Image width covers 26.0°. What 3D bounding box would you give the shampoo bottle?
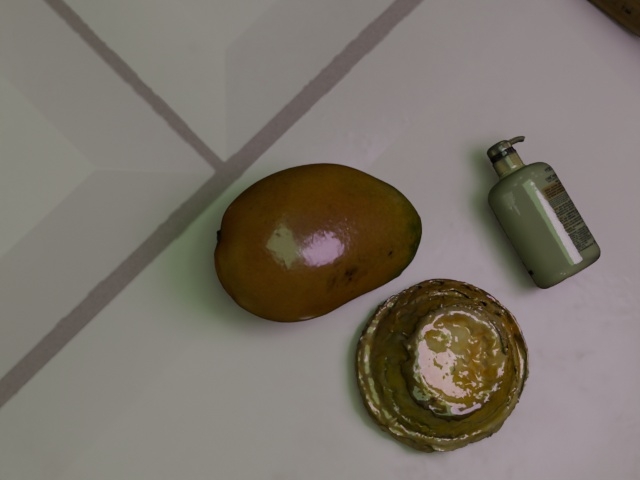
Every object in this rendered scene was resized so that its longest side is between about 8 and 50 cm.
[{"bbox_3d":[0.227,-0.033,1.475,0.079,0.079,0.162,-29,86,-15],"label":"shampoo bottle"}]

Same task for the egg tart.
[{"bbox_3d":[0.131,0.126,1.431,0.191,0.074,0.191,3,77,-12],"label":"egg tart"}]

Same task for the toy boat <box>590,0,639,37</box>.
[{"bbox_3d":[0.344,-0.301,1.530,0.321,0.121,0.089,39,74,12],"label":"toy boat"}]

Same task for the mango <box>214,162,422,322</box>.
[{"bbox_3d":[-0.004,-0.005,1.404,0.221,0.120,0.151,-25,89,-22],"label":"mango"}]
